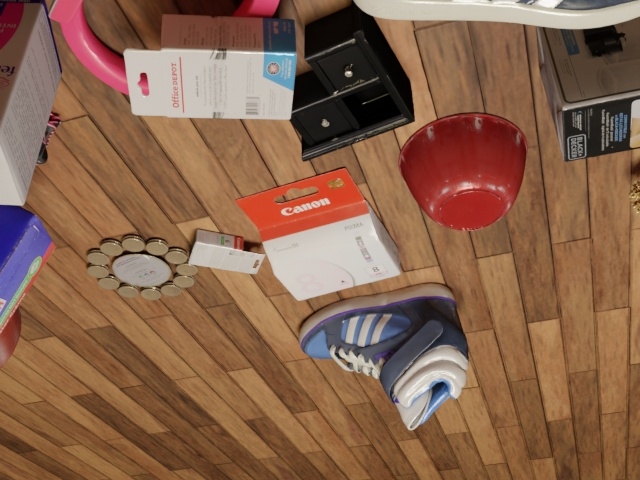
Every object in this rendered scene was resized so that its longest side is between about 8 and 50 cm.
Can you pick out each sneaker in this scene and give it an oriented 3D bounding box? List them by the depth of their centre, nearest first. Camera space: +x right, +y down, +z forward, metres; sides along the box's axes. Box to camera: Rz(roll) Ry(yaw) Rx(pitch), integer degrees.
[{"bbox_3d":[0.197,-0.297,0.732,0.350,0.131,0.148,-3,148,3],"label":"sneaker"},{"bbox_3d":[-0.367,-0.144,1.007,0.057,0.047,0.119,-8,146,-10],"label":"sneaker"},{"bbox_3d":[0.104,0.223,1.351,0.323,0.236,0.130,-19,140,22],"label":"sneaker"}]

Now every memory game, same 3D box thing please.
[{"bbox_3d":[-0.301,0.048,1.293,0.186,0.012,0.186,0,144,0],"label":"memory game"}]

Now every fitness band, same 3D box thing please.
[{"bbox_3d":[-0.168,-0.265,0.840,0.209,0.054,0.291,21,139,-31],"label":"fitness band"}]

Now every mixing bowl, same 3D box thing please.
[{"bbox_3d":[0.203,-0.078,1.061,0.181,0.098,0.181,-1,143,-1],"label":"mixing bowl"}]

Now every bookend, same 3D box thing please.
[{"bbox_3d":[0.011,-0.191,0.924,0.156,0.072,0.157,-17,140,21],"label":"bookend"}]

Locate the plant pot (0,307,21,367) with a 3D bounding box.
[{"bbox_3d":[-0.580,0.089,1.156,0.272,0.272,0.265,5,152,-8],"label":"plant pot"}]

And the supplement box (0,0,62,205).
[{"bbox_3d":[-0.366,-0.155,0.837,0.111,0.220,0.114,2,144,-4],"label":"supplement box"}]

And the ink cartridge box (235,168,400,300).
[{"bbox_3d":[0.000,0.000,1.201,0.189,0.066,0.232,-15,146,19],"label":"ink cartridge box"}]

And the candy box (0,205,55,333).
[{"bbox_3d":[-0.543,0.032,0.955,0.317,0.268,0.122,26,161,7],"label":"candy box"}]

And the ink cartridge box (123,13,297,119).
[{"bbox_3d":[-0.120,-0.191,0.851,0.180,0.060,0.104,1,146,-7],"label":"ink cartridge box"}]

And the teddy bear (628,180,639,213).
[{"bbox_3d":[0.549,-0.109,1.039,0.338,0.113,0.245,9,149,-26],"label":"teddy bear"}]

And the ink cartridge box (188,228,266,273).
[{"bbox_3d":[-0.151,0.019,1.243,0.115,0.029,0.063,10,142,-16],"label":"ink cartridge box"}]

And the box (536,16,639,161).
[{"bbox_3d":[0.399,-0.199,0.845,0.290,0.169,0.087,-9,141,13],"label":"box"}]
